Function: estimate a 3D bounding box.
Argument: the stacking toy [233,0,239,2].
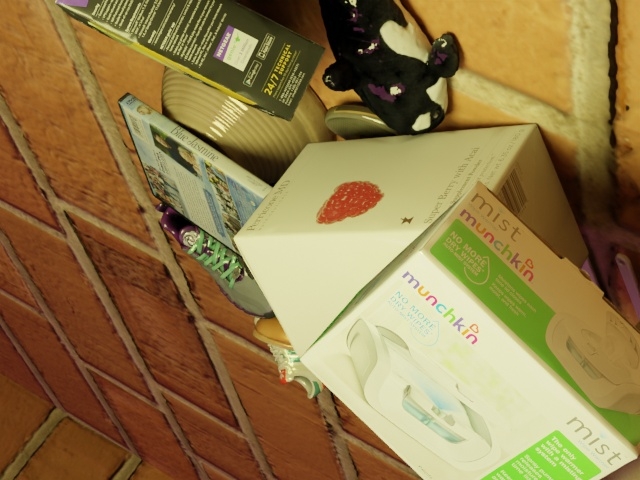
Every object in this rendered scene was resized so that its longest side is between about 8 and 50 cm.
[{"bbox_3d":[-0.196,-0.330,1.552,0.309,0.130,0.279,36,158,4],"label":"stacking toy"}]

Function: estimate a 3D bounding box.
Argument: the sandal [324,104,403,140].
[{"bbox_3d":[0.093,-0.075,1.712,0.219,0.060,0.090,38,158,-3],"label":"sandal"}]

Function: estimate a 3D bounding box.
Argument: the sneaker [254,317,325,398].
[{"bbox_3d":[-0.050,0.182,2.415,0.161,0.075,0.057,41,158,-10],"label":"sneaker"}]

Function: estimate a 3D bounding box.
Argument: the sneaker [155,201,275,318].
[{"bbox_3d":[-0.134,0.026,2.003,0.098,0.083,0.224,17,-162,-47],"label":"sneaker"}]

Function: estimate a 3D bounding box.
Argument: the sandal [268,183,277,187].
[{"bbox_3d":[-0.002,0.079,2.096,0.446,0.107,0.167,47,156,-20],"label":"sandal"}]

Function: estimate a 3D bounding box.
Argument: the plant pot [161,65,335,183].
[{"bbox_3d":[-0.107,-0.138,1.827,0.237,0.109,0.237,31,158,14],"label":"plant pot"}]

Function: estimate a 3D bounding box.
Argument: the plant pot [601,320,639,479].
[{"bbox_3d":[0.411,0.234,1.560,0.334,0.334,0.305,22,142,34],"label":"plant pot"}]

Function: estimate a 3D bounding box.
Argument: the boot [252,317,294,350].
[{"bbox_3d":[0.004,0.061,1.981,0.197,0.073,0.152,-1,105,13],"label":"boot"}]

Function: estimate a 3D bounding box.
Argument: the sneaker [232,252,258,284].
[{"bbox_3d":[0.000,0.000,1.889,0.330,0.147,0.129,33,151,32],"label":"sneaker"}]

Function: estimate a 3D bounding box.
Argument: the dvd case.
[{"bbox_3d":[-0.130,-0.056,1.807,0.253,0.022,0.180,34,156,30],"label":"dvd case"}]

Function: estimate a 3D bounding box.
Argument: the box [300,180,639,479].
[{"bbox_3d":[0.156,0.116,1.421,0.262,0.127,0.231,44,139,-1],"label":"box"}]

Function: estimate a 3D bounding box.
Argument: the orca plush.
[{"bbox_3d":[0.048,-0.188,1.500,0.151,0.102,0.287,27,156,24],"label":"orca plush"}]

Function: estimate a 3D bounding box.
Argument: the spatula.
[{"bbox_3d":[0.317,0.067,1.719,0.168,0.019,0.242,26,155,40],"label":"spatula"}]

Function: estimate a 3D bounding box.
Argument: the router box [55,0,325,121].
[{"bbox_3d":[-0.134,-0.211,1.547,0.243,0.081,0.309,26,-177,-8],"label":"router box"}]

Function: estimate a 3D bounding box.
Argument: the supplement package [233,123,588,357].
[{"bbox_3d":[0.094,0.006,1.600,0.293,0.177,0.175,-3,128,37],"label":"supplement package"}]
